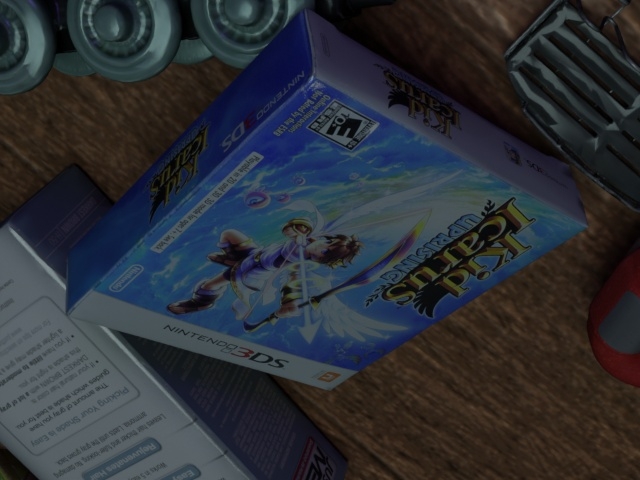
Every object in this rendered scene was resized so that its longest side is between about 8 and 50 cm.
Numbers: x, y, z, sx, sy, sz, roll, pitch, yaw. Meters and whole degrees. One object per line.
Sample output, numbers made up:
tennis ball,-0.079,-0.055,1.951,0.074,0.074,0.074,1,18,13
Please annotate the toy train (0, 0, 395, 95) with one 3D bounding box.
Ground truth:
toy train,-0.115,-0.203,0.581,0.334,0.142,0.190,-2,106,18

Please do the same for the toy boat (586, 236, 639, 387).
toy boat,0.300,0.090,0.604,0.231,0.151,0.151,17,135,-1

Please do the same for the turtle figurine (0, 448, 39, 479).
turtle figurine,-0.370,0.261,0.871,0.274,0.198,0.266,-24,107,22

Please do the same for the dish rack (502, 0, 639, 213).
dish rack,0.256,-0.130,0.551,0.208,0.074,0.271,39,121,-8

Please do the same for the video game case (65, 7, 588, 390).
video game case,0.000,0.000,0.621,0.244,0.061,0.269,21,135,-36

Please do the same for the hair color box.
hair color box,-0.169,0.140,0.796,0.185,0.113,0.374,-32,106,28
